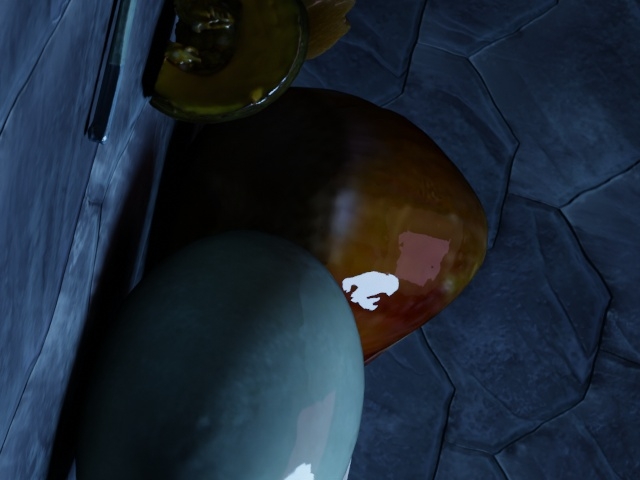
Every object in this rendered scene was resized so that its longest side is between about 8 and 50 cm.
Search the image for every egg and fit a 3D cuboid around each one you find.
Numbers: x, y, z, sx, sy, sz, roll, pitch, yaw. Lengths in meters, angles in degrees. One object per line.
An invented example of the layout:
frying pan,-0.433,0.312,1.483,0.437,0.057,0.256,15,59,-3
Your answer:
egg,-0.092,0.157,1.746,0.258,0.258,0.352,100,3,-73

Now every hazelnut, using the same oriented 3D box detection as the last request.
hazelnut,0.000,0.000,2.028,0.372,0.372,0.315,101,-15,-72

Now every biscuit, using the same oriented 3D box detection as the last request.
biscuit,-0.039,-0.244,2.211,0.186,0.044,0.295,-35,175,-9

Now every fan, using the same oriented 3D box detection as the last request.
fan,-0.141,-0.163,1.358,0.038,0.016,0.193,-55,158,-79

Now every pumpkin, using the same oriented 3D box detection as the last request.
pumpkin,-0.063,-0.217,1.657,0.131,0.126,0.248,-124,-132,-89

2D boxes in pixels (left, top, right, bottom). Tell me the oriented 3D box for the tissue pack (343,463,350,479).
tissue pack,-0.113,0.273,1.947,0.325,0.071,0.170,-19,-140,36
